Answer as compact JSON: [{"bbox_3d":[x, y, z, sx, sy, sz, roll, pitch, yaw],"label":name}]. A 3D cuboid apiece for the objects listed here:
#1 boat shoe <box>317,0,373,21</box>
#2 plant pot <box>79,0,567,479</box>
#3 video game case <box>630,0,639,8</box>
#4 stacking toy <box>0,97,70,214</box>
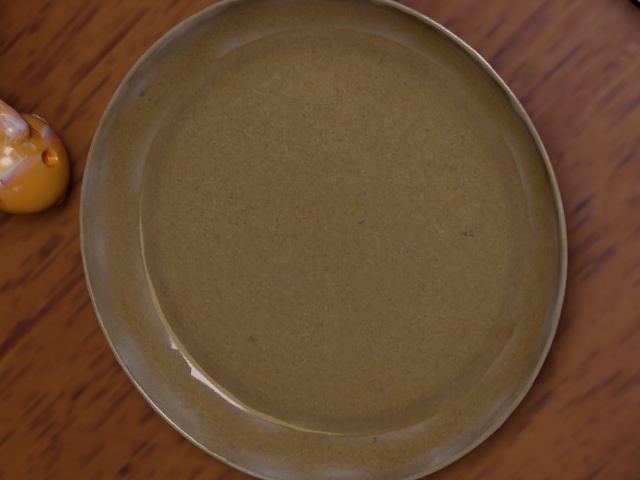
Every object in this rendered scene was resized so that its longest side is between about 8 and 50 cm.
[{"bbox_3d":[-0.013,-0.174,0.639,0.072,0.068,0.190,12,137,20],"label":"boat shoe"},{"bbox_3d":[0.000,0.000,0.693,0.236,0.032,0.236,4,102,20],"label":"plant pot"},{"bbox_3d":[0.221,-0.178,0.622,0.210,0.042,0.232,43,104,12],"label":"video game case"},{"bbox_3d":[-0.231,-0.123,0.708,0.166,0.175,0.302,-27,114,40],"label":"stacking toy"}]
